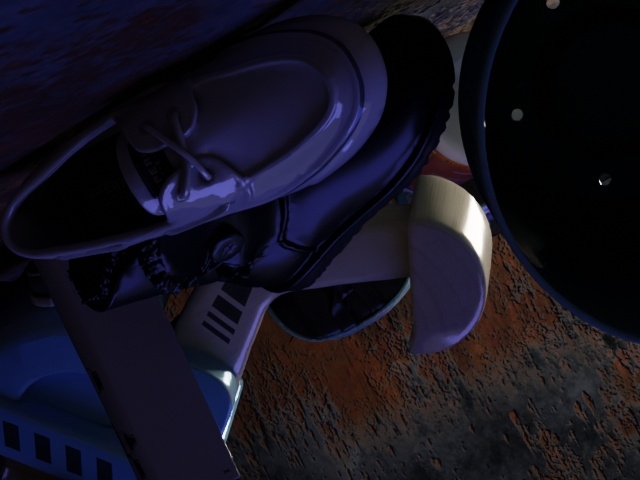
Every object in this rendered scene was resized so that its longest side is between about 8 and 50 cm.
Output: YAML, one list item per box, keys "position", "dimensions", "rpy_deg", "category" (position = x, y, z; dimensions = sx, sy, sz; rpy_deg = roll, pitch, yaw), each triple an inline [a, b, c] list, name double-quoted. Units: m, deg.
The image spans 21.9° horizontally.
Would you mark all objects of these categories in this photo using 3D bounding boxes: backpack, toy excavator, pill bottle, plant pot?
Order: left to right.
- position: [-0.123, 0.089, 1.402]
  dimensions: [0.222, 0.433, 0.445]
  rpy_deg: [-73, -174, -57]
  category: "toy excavator"
- position: [0.000, 0.000, 1.535]
  dimensions: [0.166, 0.188, 0.144]
  rpy_deg: [-35, 168, 0]
  category: "backpack"
- position: [0.110, -0.108, 1.519]
  dimensions: [0.121, 0.121, 0.216]
  rpy_deg: [-26, 178, -18]
  category: "pill bottle"
- position: [0.222, -0.095, 1.102]
  dimensions: [0.293, 0.293, 0.235]
  rpy_deg: [-27, -168, -2]
  category: "plant pot"

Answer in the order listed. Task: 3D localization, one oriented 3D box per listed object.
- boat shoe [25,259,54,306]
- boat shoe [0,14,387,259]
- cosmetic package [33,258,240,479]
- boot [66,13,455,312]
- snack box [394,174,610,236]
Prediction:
- position: [-0.138, -0.021, 1.324]
  dimensions: [0.228, 0.068, 0.081]
  rpy_deg: [-25, -152, -6]
  category: "boat shoe"
- position: [-0.077, -0.044, 0.928]
  dimensions: [0.258, 0.095, 0.084]
  rpy_deg: [-29, -178, 35]
  category: "boat shoe"
- position: [-0.143, 0.077, 1.202]
  dimensions: [0.060, 0.239, 0.099]
  rpy_deg: [-25, 178, -19]
  category: "cosmetic package"
- position: [-0.042, -0.049, 1.102]
  dimensions: [0.207, 0.094, 0.246]
  rpy_deg: [-3, 139, -49]
  category: "boot"
- position: [0.140, -0.087, 1.673]
  dimensions: [0.322, 0.187, 0.060]
  rpy_deg: [-27, 141, 1]
  category: "snack box"
